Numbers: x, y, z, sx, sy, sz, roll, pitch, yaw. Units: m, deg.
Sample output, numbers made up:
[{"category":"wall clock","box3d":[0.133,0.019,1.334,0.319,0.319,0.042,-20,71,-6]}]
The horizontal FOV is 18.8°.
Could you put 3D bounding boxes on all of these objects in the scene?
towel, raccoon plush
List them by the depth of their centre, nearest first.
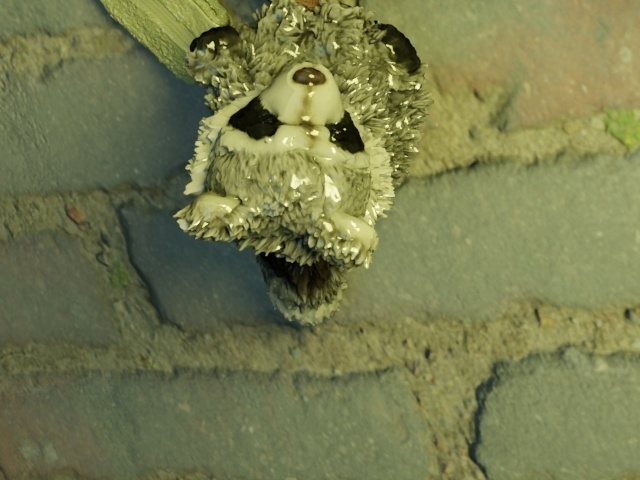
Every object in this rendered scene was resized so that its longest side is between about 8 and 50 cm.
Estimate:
[{"category":"raccoon plush","box3d":[0.000,0.000,1.724,0.216,0.299,0.446,-6,134,12]},{"category":"towel","box3d":[-0.158,-0.231,1.913,0.148,0.027,0.110,44,137,7]}]

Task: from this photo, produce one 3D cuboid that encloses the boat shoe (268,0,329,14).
[{"category":"boat shoe","box3d":[-0.085,-0.304,1.775,0.257,0.095,0.095,49,161,-1]}]
